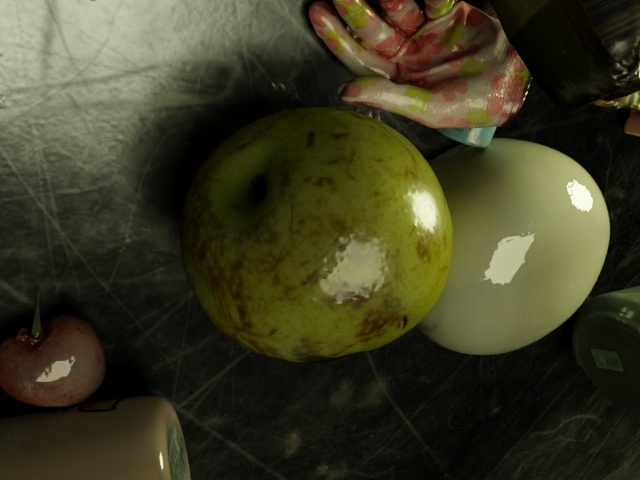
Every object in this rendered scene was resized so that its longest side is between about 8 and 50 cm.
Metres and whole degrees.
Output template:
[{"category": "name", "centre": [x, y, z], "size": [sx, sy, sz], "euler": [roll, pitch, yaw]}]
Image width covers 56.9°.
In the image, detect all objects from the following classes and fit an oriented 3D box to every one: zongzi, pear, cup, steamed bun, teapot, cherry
[{"category": "zongzi", "centre": [0.291, -0.301, 0.564], "size": [0.317, 0.154, 0.289], "euler": [-28, 90, -15]}, {"category": "pear", "centre": [0.000, 0.000, 0.615], "size": [0.283, 0.283, 0.284], "euler": [-17, 129, -22]}, {"category": "cup", "centre": [-0.260, 0.287, 0.696], "size": [0.200, 0.191, 0.253], "euler": [-11, 166, -8]}, {"category": "steamed bun", "centre": [0.255, 0.020, 0.826], "size": [0.324, 0.206, 0.324], "euler": [-16, 127, -22]}, {"category": "teapot", "centre": [0.708, 0.188, 1.225], "size": [0.344, 0.253, 0.300], "euler": [-22, 164, -23]}, {"category": "cherry", "centre": [-0.286, 0.133, 0.646], "size": [0.106, 0.087, 0.126], "euler": [-40, 131, 6]}]

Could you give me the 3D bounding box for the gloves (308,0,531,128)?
[{"category": "gloves", "centre": [0.103, -0.200, 0.632], "size": [0.241, 0.126, 0.145], "euler": [21, 110, -1]}]

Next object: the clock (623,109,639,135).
[{"category": "clock", "centre": [0.587, -0.257, 0.894], "size": [0.227, 0.142, 0.241], "euler": [0, 112, -33]}]

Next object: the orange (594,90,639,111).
[{"category": "orange", "centre": [0.414, -0.250, 0.797], "size": [0.160, 0.112, 0.170], "euler": [-33, 110, 7]}]

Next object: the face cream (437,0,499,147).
[{"category": "face cream", "centre": [0.213, -0.231, 0.709], "size": [0.075, 0.075, 0.229], "euler": [1, 120, -33]}]
